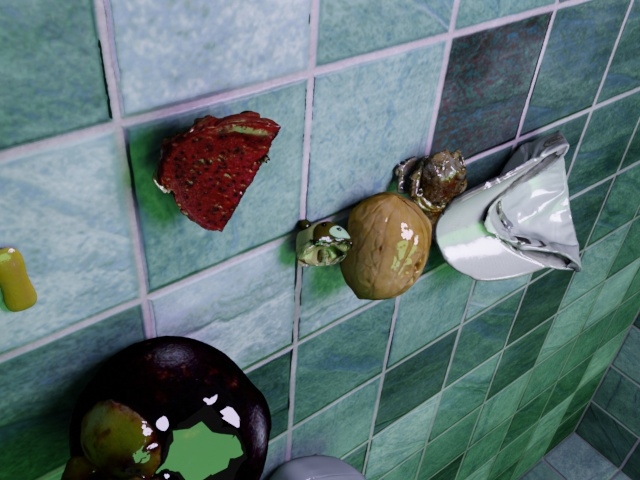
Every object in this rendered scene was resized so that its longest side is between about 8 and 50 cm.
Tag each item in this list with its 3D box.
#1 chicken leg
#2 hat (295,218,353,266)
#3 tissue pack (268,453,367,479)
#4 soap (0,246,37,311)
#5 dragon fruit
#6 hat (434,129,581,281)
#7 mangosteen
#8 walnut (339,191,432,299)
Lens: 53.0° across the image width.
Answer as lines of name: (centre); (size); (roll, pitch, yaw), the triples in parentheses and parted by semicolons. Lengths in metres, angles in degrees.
chicken leg: (0.182, -0.075, 1.056); (0.125, 0.080, 0.196); (-29, 148, -10)
hat: (0.000, 0.000, 0.935); (0.077, 0.059, 0.076); (-3, 147, -21)
tissue pack: (-0.040, 0.600, 1.306); (0.229, 0.236, 0.333); (15, 110, -42)
soap: (-0.324, 0.043, 0.678); (0.034, 0.012, 0.089); (-27, 138, -27)
dragon fruit: (-0.126, -0.097, 0.710); (0.106, 0.083, 0.162); (12, 133, -31)
hat: (0.351, -0.056, 1.207); (0.301, 0.168, 0.257); (-18, 115, -2)
mangosteen: (-0.210, 0.260, 0.820); (0.288, 0.233, 0.287); (-29, 147, -21)
walnut: (0.098, 0.012, 0.988); (0.144, 0.144, 0.180); (-2, 117, -45)
